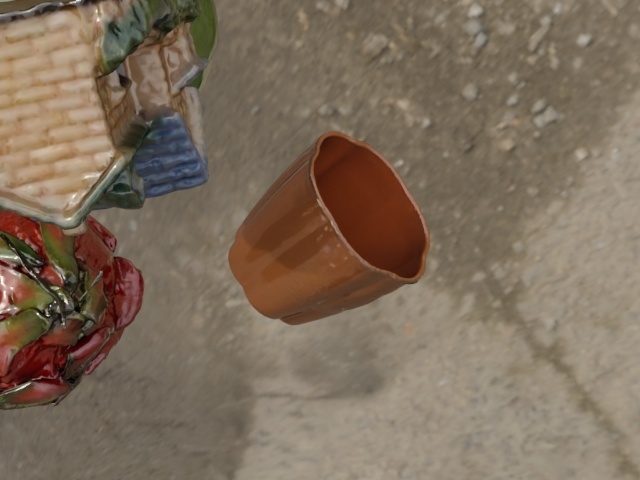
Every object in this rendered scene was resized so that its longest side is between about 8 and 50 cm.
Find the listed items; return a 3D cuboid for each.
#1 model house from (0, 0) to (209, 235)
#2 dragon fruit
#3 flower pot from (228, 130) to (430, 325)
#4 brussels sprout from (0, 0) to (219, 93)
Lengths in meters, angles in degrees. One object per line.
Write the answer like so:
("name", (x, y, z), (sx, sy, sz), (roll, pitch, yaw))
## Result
("model house", (-0.156, -0.084, 0.937), (0.166, 0.183, 0.172), (-9, 104, 7))
("dragon fruit", (-0.282, 0.058, 1.416), (0.233, 0.293, 0.234), (6, 80, -40))
("flower pot", (0.000, 0.000, 1.541), (0.190, 0.173, 0.191), (31, 41, -32))
("brussels sprout", (-0.245, -0.207, 1.253), (0.281, 0.354, 0.289), (-33, 99, -30))
